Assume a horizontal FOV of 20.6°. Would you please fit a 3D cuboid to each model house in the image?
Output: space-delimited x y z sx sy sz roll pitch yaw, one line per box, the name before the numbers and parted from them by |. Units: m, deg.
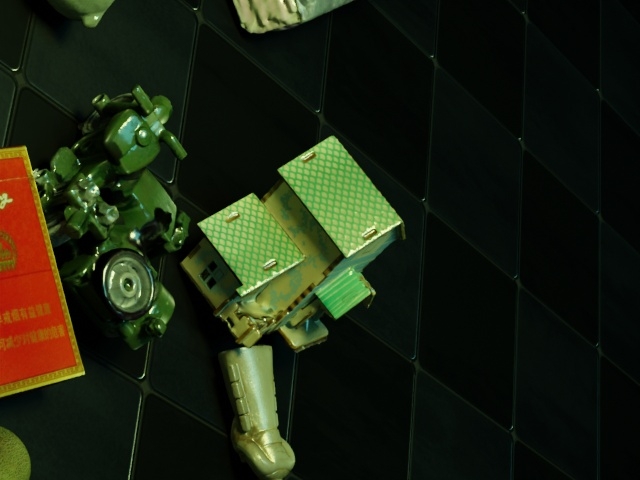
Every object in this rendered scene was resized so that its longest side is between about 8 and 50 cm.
model house | 0.000 0.000 2.023 0.178 0.206 0.271 52 30 17

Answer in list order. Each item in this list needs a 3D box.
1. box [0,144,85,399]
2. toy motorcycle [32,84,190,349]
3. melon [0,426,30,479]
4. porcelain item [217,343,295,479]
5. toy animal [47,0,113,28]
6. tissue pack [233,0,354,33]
box | -0.325 0.034 1.696 0.153 0.074 0.240 -13 87 -53
toy motorcycle | -0.203 -0.028 1.846 0.205 0.127 0.275 54 38 -27
melon | -0.323 0.214 1.590 0.162 0.099 0.099 -15 88 -60
porcelain item | -0.066 0.227 1.999 0.084 0.054 0.213 1 75 -53
toy animal | -0.292 -0.338 1.872 0.236 0.108 0.138 44 43 -36
tissue pack | -0.016 -0.426 2.308 0.361 0.122 0.259 -32 106 -58
